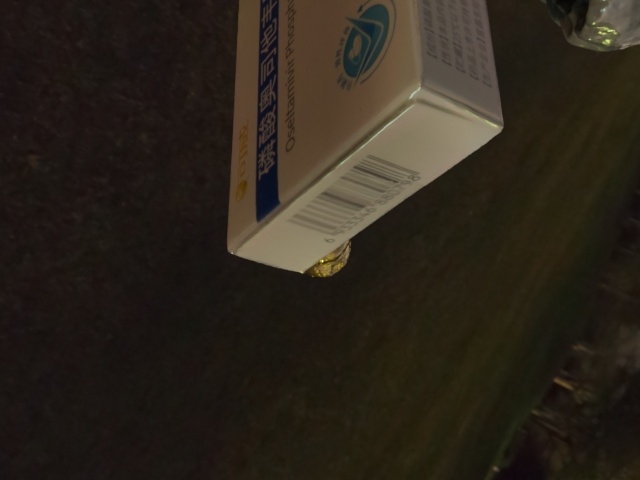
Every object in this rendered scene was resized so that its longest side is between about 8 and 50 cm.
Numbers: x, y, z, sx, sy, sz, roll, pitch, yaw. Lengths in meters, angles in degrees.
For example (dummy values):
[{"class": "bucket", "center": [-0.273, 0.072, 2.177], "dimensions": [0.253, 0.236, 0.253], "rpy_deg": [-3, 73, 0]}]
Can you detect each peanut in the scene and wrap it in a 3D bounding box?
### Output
[{"class": "peanut", "center": [0.000, 0.000, 1.164], "dimensions": [0.087, 0.087, 0.206], "rpy_deg": [-59, 172, -12]}]

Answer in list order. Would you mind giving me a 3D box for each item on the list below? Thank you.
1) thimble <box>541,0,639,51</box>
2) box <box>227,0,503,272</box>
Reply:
[{"class": "thimble", "center": [0.257, -0.281, 0.687], "dimensions": [0.217, 0.157, 0.245], "rpy_deg": [73, 4, -70]}, {"class": "box", "center": [0.015, -0.172, 0.558], "dimensions": [0.200, 0.065, 0.343], "rpy_deg": [-37, -135, 47]}]
